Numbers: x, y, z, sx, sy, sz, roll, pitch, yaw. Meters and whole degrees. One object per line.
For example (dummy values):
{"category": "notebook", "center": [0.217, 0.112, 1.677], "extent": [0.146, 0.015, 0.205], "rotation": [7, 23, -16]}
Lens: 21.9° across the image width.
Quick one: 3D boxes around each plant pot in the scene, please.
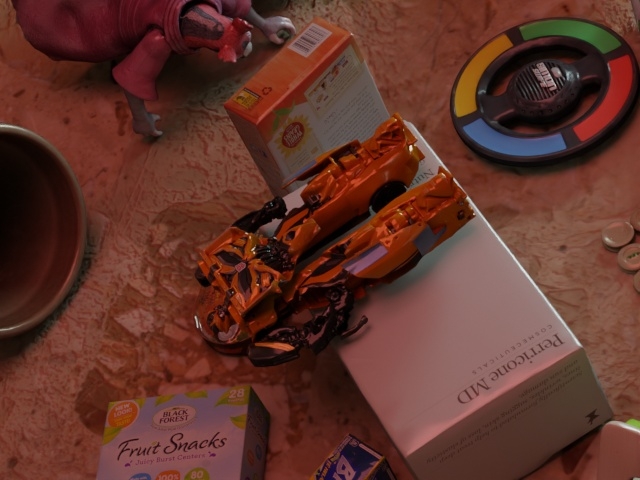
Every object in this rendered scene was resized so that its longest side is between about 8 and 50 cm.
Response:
{"category": "plant pot", "center": [-0.458, -0.013, 2.036], "extent": [0.229, 0.263, 0.263], "rotation": [1, 52, 45]}

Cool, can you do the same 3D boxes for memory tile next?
{"category": "memory tile", "center": [0.391, -0.006, 1.808], "extent": [0.148, 0.012, 0.113], "rotation": [-27, 48, 1]}

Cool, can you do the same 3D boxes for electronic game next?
{"category": "electronic game", "center": [0.266, -0.179, 1.974], "extent": [0.229, 0.048, 0.229], "rotation": [-12, 49, 14]}

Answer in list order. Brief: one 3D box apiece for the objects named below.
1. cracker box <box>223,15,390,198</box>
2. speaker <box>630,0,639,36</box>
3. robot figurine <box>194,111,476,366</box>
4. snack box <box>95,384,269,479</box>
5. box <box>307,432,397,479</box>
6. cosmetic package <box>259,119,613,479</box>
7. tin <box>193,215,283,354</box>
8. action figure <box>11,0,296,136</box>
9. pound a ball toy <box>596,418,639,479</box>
{"category": "cracker box", "center": [0.000, -0.122, 1.915], "extent": [0.156, 0.232, 0.067], "rotation": [-45, 49, -15]}
{"category": "speaker", "center": [0.433, -0.225, 1.890], "extent": [0.131, 0.131, 0.296], "rotation": [-14, 49, 12]}
{"category": "robot figurine", "center": [0.000, 0.000, 1.711], "extent": [0.291, 0.085, 0.211], "rotation": [-34, 48, -4]}
{"category": "snack box", "center": [-0.153, 0.266, 1.780], "extent": [0.174, 0.070, 0.207], "rotation": [-9, 49, 16]}
{"category": "box", "center": [0.003, 0.284, 1.706], "extent": [0.054, 0.059, 0.169], "rotation": [29, 69, 34]}
{"category": "cosmetic package", "center": [0.112, 0.079, 1.759], "extent": [0.217, 0.156, 0.385], "rotation": [-33, 47, -3]}
{"category": "tin", "center": [-0.082, 0.050, 1.945], "extent": [0.106, 0.040, 0.189], "rotation": [-1, 53, 27]}
{"category": "action figure", "center": [-0.212, -0.304, 2.142], "extent": [0.370, 0.275, 0.248], "rotation": [14, 53, 47]}
{"category": "pound a ball toy", "center": [0.446, 0.237, 1.535], "extent": [0.319, 0.135, 0.208], "rotation": [21, 34, 37]}
